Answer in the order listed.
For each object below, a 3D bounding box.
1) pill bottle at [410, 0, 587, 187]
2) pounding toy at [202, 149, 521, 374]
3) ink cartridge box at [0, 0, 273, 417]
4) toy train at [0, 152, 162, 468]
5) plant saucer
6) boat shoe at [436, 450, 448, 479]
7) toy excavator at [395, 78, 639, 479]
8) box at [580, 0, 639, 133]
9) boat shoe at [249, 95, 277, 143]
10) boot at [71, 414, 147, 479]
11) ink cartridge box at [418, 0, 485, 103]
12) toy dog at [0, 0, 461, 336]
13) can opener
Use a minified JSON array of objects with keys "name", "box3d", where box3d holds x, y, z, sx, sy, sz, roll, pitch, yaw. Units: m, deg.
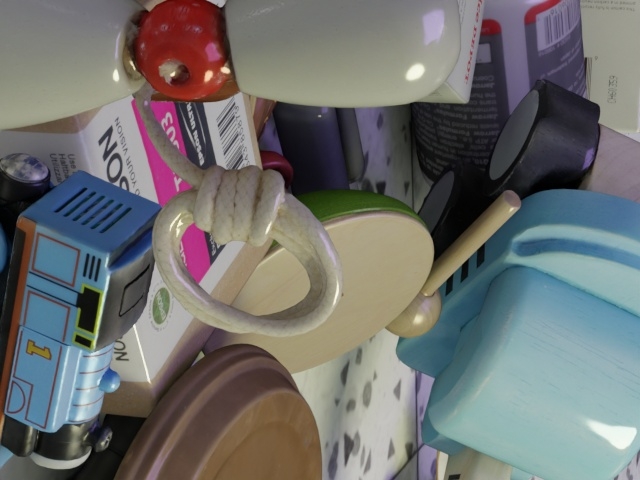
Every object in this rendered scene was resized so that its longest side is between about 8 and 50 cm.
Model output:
[{"name":"pill bottle","box3d":[0.161,-0.129,1.568,0.161,0.161,0.283,-57,146,-47]},{"name":"pounding toy","box3d":[0.000,0.000,1.268,0.237,0.110,0.183,-7,143,-33]},{"name":"ink cartridge box","box3d":[-0.116,-0.043,1.032,0.193,0.088,0.234,-60,148,-46]},{"name":"toy train","box3d":[-0.150,0.044,0.912,0.080,0.105,0.184,-44,154,-57]},{"name":"plant saucer","box3d":[-0.067,0.202,1.083,0.278,0.041,0.277,-44,141,-51]},{"name":"boat shoe","box3d":[0.166,0.301,1.664,0.098,0.096,0.277,-42,133,-58]},{"name":"toy excavator","box3d":[0.144,0.157,1.419,0.433,0.222,0.445,-48,-161,55]},{"name":"box","box3d":[0.253,-0.205,1.741,0.119,0.181,0.181,-19,112,-66]},{"name":"boat shoe","box3d":[-0.050,-0.127,1.205,0.060,0.064,0.178,55,52,-65]},{"name":"boot","box3d":[-0.124,0.184,1.117,0.137,0.077,0.198,-54,147,-25]},{"name":"ink cartridge box","box3d":[0.041,-0.191,1.312,0.176,0.127,0.128,34,64,-64]},{"name":"toy dog","box3d":[-0.111,-0.110,0.803,0.161,0.334,0.220,-80,-171,-55]},{"name":"can opener","box3d":[0.030,-0.047,1.343,0.283,0.095,0.076,77,25,-60]}]
